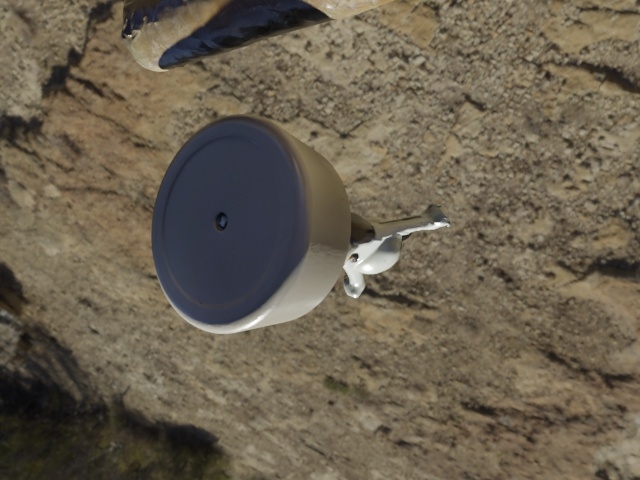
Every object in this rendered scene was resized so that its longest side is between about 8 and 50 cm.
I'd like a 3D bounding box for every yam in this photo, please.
[{"bbox_3d":[-0.015,-0.184,0.508,0.356,0.081,0.081,-2,133,42],"label":"yam"}]

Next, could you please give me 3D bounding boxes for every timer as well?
[{"bbox_3d":[0.000,0.000,0.679,0.175,0.175,0.266,0,173,38],"label":"timer"}]
